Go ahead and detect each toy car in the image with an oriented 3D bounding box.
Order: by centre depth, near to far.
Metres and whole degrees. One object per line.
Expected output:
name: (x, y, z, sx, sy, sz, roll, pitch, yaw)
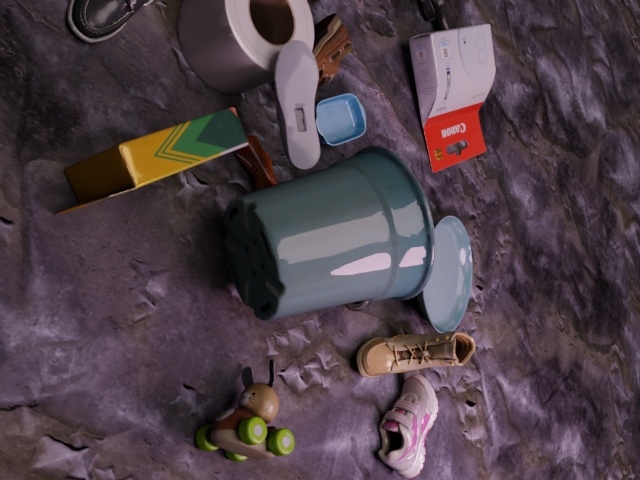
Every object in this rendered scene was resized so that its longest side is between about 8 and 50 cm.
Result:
toy car: (-0.138, 0.329, 1.491, 0.149, 0.155, 0.188, 34, 51, -37)

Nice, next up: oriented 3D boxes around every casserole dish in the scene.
casserole dish: (0.042, -0.297, 1.853, 0.188, 0.037, 0.114, -27, 102, -45)

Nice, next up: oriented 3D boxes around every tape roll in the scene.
tape roll: (-0.156, -0.449, 1.589, 0.246, 0.169, 0.246, 10, 75, -43)

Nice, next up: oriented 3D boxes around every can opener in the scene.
can opener: (0.355, -0.647, 2.225, 0.186, 0.073, 0.059, 60, 9, -24)

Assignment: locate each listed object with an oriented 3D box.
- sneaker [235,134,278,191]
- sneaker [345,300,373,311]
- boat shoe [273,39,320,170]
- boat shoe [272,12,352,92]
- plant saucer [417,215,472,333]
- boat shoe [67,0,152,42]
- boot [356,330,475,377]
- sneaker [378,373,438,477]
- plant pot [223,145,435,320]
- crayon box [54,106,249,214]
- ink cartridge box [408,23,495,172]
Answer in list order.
sneaker: (-0.122, -0.151, 1.647, 0.067, 0.064, 0.175, -43, 116, -51)
sneaker: (0.090, 0.043, 1.819, 0.106, 0.101, 0.267, 27, 61, -64)
boat shoe: (-0.056, -0.272, 1.529, 0.095, 0.084, 0.258, -2, 95, -18)
boat shoe: (-0.003, -0.418, 1.776, 0.104, 0.111, 0.307, 51, 52, -25)
plant saucer: (0.331, 0.091, 2.027, 0.318, 0.044, 0.317, -7, 99, -56)
boat shoe: (-0.369, -0.498, 1.437, 0.114, 0.091, 0.302, 44, 54, -30)
boot: (0.233, 0.275, 1.823, 0.262, 0.204, 0.095, 0, 83, -47)
sneaker: (0.211, 0.446, 1.844, 0.111, 0.103, 0.252, 33, 60, -39)
plant pot: (0.000, 0.000, 1.545, 0.334, 0.341, 0.341, -14, 93, -29)
crayon box: (-0.312, -0.145, 1.354, 0.319, 0.202, 0.081, -31, 104, -44)
ink cartridge box: (0.405, -0.418, 2.175, 0.308, 0.091, 0.384, -23, 106, -44)
